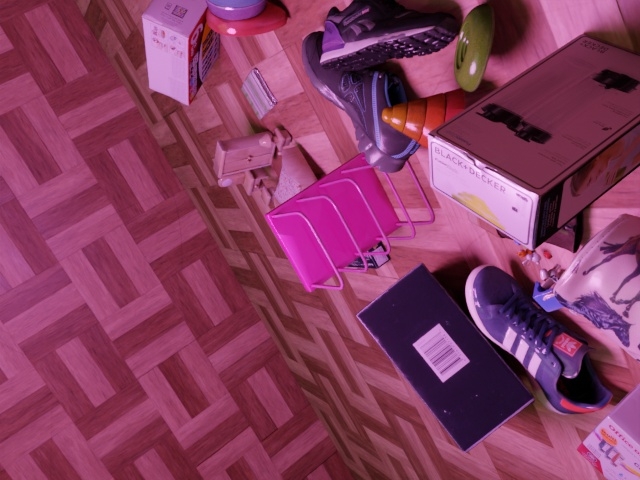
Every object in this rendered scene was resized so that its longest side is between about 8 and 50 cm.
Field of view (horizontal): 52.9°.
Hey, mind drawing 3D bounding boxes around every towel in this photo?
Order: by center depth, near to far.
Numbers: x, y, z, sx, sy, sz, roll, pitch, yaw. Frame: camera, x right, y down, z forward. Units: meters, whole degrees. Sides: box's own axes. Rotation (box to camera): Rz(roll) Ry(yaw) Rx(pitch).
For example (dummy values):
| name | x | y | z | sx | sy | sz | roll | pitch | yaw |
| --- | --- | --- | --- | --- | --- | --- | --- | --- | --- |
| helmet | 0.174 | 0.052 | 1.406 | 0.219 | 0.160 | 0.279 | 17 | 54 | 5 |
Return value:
| name | x | y | z | sx | sy | sz | roll | pitch | yaw |
| --- | --- | --- | --- | --- | --- | --- | --- | --- | --- |
| towel | -0.173 | -0.406 | 1.795 | 0.113 | 0.023 | 0.152 | 60 | 161 | -5 |

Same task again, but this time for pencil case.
| name | x | y | z | sx | sy | sz | roll | pitch | yaw |
| --- | --- | --- | --- | --- | --- | --- | --- | --- | --- |
| pencil case | 0.518 | 0.156 | 0.889 | 0.410 | 0.160 | 0.183 | 48 | 146 | 20 |

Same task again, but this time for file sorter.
| name | x | y | z | sx | sy | sz | roll | pitch | yaw |
| --- | --- | --- | --- | --- | --- | --- | --- | --- | --- |
| file sorter | 0.073 | -0.046 | 1.404 | 0.202 | 0.290 | 0.182 | 61 | 156 | -14 |

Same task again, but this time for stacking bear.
| name | x | y | z | sx | sy | sz | roll | pitch | yaw |
| --- | --- | --- | --- | --- | --- | --- | --- | --- | --- |
| stacking bear | -0.177 | -0.593 | 1.341 | 0.175 | 0.164 | 0.289 | 44 | 152 | 30 |

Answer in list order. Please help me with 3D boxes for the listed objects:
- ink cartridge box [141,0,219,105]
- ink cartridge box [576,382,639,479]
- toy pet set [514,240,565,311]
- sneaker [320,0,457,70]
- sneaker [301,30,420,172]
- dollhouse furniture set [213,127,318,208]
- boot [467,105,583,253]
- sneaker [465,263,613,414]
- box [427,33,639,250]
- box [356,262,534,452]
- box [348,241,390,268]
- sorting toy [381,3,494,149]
| name | x | y | z | sx | sy | sz | roll | pitch | yaw |
| --- | --- | --- | --- | --- | --- | --- | --- | --- | --- |
| ink cartridge box | -0.348 | -0.567 | 1.715 | 0.130 | 0.272 | 0.309 | 24 | 158 | -2 |
| ink cartridge box | 0.562 | 0.346 | 1.127 | 0.128 | 0.127 | 0.176 | 45 | 156 | 28 |
| toy pet set | 0.387 | 0.066 | 1.145 | 0.114 | 0.065 | 0.122 | 43 | -177 | -14 |
| sneaker | 0.104 | -0.377 | 1.101 | 0.283 | 0.107 | 0.124 | 3 | 93 | 45 |
| sneaker | 0.092 | -0.301 | 1.269 | 0.341 | 0.125 | 0.139 | 55 | 131 | 14 |
| dollhouse furniture set | -0.155 | -0.123 | 1.821 | 0.355 | 0.174 | 0.303 | 60 | 151 | 26 |
| boot | 0.335 | -0.102 | 1.068 | 0.207 | 0.090 | 0.248 | 18 | 138 | 40 |
| sneaker | 0.421 | 0.182 | 1.212 | 0.350 | 0.131 | 0.148 | 49 | 160 | -7 |
| box | 0.290 | -0.131 | 0.786 | 0.169 | 0.290 | 0.087 | 38 | 153 | 37 |
| box | 0.268 | 0.244 | 1.401 | 0.343 | 0.179 | 0.312 | 52 | -175 | 13 |
| box | 0.082 | -0.009 | 1.770 | 0.175 | 0.051 | 0.220 | 60 | 159 | -11 |
| sorting toy | 0.178 | -0.278 | 0.974 | 0.365 | 0.126 | 0.127 | 100 | 177 | -51 |
